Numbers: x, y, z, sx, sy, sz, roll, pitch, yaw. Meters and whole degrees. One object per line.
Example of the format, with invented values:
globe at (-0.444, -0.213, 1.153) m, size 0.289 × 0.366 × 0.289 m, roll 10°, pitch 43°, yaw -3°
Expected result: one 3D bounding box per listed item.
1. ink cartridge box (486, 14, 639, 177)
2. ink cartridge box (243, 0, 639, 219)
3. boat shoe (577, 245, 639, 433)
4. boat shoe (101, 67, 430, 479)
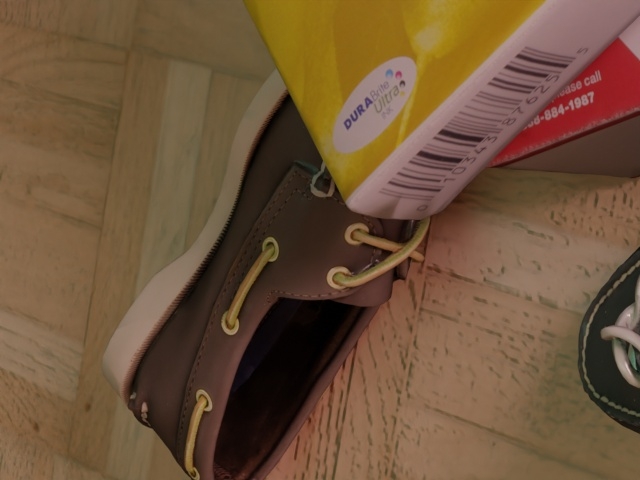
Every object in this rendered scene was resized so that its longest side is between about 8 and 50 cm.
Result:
ink cartridge box at (0.146, -0.184, 0.814) m, size 0.197 × 0.114 × 0.273 m, roll -21°, pitch 74°, yaw 42°
ink cartridge box at (0.057, -0.220, 0.776) m, size 0.303 × 0.072 × 0.307 m, roll -46°, pitch 61°, yaw 34°
boat shoe at (0.160, 0.016, 0.737) m, size 0.319 × 0.099 × 0.116 m, roll 149°, pitch 123°, yaw -69°
boat shoe at (0.000, 0.000, 0.957) m, size 0.096 × 0.117 × 0.324 m, roll 53°, pitch 127°, yaw 25°
